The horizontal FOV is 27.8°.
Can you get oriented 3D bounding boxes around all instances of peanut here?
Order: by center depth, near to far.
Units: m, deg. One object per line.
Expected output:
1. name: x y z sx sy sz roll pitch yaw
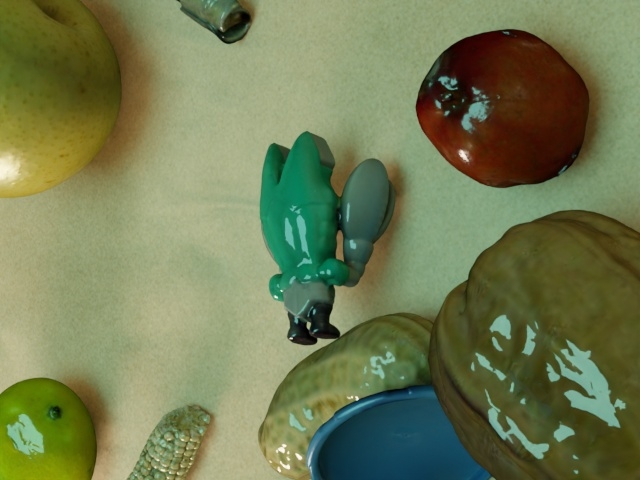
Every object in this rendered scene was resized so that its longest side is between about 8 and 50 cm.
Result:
1. peanut: 0.038 0.199 1.626 0.153 0.140 0.325 51 124 5

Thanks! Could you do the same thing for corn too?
1. corn: -0.233 0.331 1.878 0.087 0.087 0.211 37 115 30

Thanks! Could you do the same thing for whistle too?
1. whistle: -0.220 -0.383 1.839 0.326 0.057 0.068 41 113 29

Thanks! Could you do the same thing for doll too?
1. doll: -0.017 -0.002 1.642 0.195 0.153 0.258 16 87 35

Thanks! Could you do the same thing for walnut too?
1. walnut: 0.280 0.146 1.341 0.306 0.306 0.344 -49 61 30

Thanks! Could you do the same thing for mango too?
1. mango: -0.433 0.341 1.998 0.185 0.149 0.273 18 110 28

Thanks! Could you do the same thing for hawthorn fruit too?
1. hawthorn fruit: 0.195 -0.150 1.437 0.185 0.202 0.185 -6 81 41

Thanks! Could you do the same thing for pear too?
1. pear: -0.458 -0.224 1.864 0.348 0.348 0.348 3 95 38

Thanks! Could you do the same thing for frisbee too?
1. frisbee: 0.102 0.244 1.539 0.242 0.242 0.045 -47 34 30
